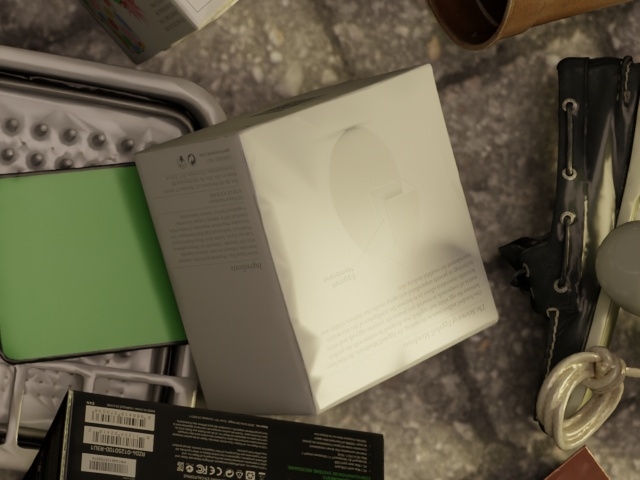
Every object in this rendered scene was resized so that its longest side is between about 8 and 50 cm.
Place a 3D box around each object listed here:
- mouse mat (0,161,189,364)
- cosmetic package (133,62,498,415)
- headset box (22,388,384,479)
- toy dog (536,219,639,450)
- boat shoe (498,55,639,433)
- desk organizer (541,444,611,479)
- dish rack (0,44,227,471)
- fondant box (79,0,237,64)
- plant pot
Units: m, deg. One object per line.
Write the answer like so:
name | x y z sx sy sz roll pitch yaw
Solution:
mouse mat | -0.171 0.015 1.560 0.190 0.007 0.152 -6 90 -15
cosmetic package | 0.000 0.000 1.564 0.224 0.138 0.224 -23 100 -42
headset box | -0.110 0.241 1.510 0.246 0.283 0.131 10 60 -16
toy dog | 0.351 0.101 1.635 0.334 0.161 0.220 6 106 -50
boat shoe | 0.213 0.002 1.685 0.113 0.127 0.340 14 101 11
desk organizer | 0.192 0.236 1.708 0.130 0.047 0.050 -38 96 -13
dish rack | -0.232 0.017 1.582 0.286 0.072 0.332 9 87 -14
fondant box | -0.195 -0.299 1.509 0.096 0.238 0.330 -42 100 -13
plant pot | 0.192 -0.255 1.662 0.165 0.167 0.167 -11 92 -22
